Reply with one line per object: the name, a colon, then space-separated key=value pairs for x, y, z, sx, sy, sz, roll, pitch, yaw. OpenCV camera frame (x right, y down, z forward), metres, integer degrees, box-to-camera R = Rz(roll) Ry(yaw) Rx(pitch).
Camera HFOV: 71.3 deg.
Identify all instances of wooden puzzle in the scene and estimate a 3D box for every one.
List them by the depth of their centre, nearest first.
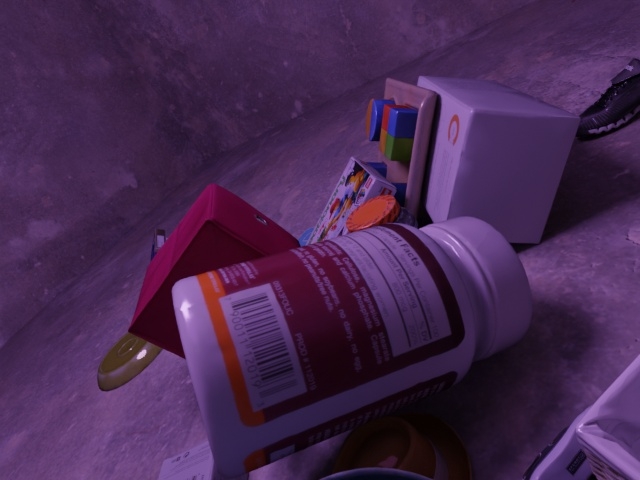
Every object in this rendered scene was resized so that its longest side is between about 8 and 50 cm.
wooden puzzle: x=0.148 y=-0.172 z=0.967 sx=0.081 sy=0.322 sz=0.348 roll=2 pitch=24 yaw=-4

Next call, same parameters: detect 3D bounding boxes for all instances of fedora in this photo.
fedora: x=0.072 y=0.267 z=0.514 sx=0.194 sy=0.079 sz=0.194 roll=-28 pitch=25 yaw=14

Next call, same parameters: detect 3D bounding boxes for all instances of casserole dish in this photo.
casserole dish: x=0.000 y=0.000 z=1.151 sx=0.188 sy=0.037 sz=0.114 roll=-5 pitch=38 yaw=46

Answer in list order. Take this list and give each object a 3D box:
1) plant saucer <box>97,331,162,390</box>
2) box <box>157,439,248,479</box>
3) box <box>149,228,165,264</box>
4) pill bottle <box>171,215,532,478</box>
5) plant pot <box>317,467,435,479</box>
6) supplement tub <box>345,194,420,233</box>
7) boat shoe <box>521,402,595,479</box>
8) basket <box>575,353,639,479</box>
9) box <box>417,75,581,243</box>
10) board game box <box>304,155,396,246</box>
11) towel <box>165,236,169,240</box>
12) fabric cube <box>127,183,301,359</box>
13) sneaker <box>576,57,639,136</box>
plant saucer: x=-0.523 y=0.303 z=1.235 sx=0.241 sy=0.037 sz=0.241 roll=-27 pitch=24 yaw=14
box: x=-0.169 y=0.358 z=0.633 sx=0.101 sy=0.087 sz=0.102 roll=-29 pitch=24 yaw=10
box: x=-0.530 y=0.092 z=1.441 sx=0.037 sy=0.225 sz=0.136 roll=5 pitch=25 yaw=-23
pill bottle: x=0.040 y=0.104 z=0.553 sx=0.392 sy=0.224 sz=0.224 roll=-15 pitch=19 yaw=-18
plant pot: x=0.024 y=0.332 z=0.276 sx=0.195 sy=0.290 sz=0.290 roll=-61 pitch=7 yaw=36
supplement tub: x=0.127 y=0.024 z=0.758 sx=0.117 sy=0.190 sz=0.117 roll=-27 pitch=25 yaw=14
boat shoe: x=0.253 y=0.207 z=0.443 sx=0.142 sy=0.049 sz=0.040 roll=-35 pitch=-13 yaw=-13
basket: x=0.313 y=0.158 z=0.366 sx=0.167 sy=0.103 sz=0.113 roll=-38 pitch=38 yaw=-11
box: x=0.283 y=-0.168 z=0.833 sx=0.168 sy=0.214 sz=0.345 roll=3 pitch=28 yaw=-3
board game box: x=0.036 y=-0.009 z=0.925 sx=0.305 sy=0.053 sz=0.193 roll=-62 pitch=19 yaw=16
towel: x=-0.428 y=0.014 z=1.552 sx=0.235 sy=0.121 sz=0.284 roll=-37 pitch=24 yaw=-10
fabric cube: x=-0.189 y=0.076 z=0.902 sx=0.259 sy=0.254 sz=0.258 roll=-52 pitch=22 yaw=8
sneaker: x=0.594 y=-0.291 z=0.867 sx=0.234 sy=0.106 sz=0.078 roll=-26 pitch=25 yaw=18
